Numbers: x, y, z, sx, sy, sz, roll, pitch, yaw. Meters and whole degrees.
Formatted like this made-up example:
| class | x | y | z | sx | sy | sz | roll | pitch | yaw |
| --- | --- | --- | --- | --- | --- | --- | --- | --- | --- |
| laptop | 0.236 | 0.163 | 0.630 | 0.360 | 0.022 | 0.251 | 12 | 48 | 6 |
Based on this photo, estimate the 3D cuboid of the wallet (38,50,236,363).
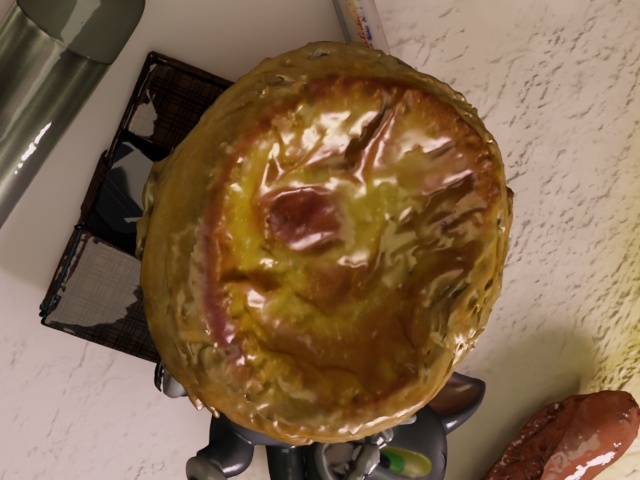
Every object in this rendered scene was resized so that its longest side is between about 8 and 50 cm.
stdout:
| class | x | y | z | sx | sy | sz | roll | pitch | yaw |
| --- | --- | --- | --- | --- | --- | --- | --- | --- | --- |
| wallet | -0.118 | -0.019 | 1.061 | 0.124 | 0.042 | 0.230 | 19 | 110 | -19 |

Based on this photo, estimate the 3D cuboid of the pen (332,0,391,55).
| class | x | y | z | sx | sy | sz | roll | pitch | yaw |
| --- | --- | --- | --- | --- | --- | --- | --- | --- | --- |
| pen | 0.054 | -0.093 | 1.060 | 0.033 | 0.033 | 0.269 | -20 | 115 | 0 |

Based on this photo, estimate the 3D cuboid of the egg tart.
| class | x | y | z | sx | sy | sz | roll | pitch | yaw |
| --- | --- | --- | --- | --- | --- | --- | --- | --- | --- |
| egg tart | 0.000 | 0.000 | 1.001 | 0.294 | 0.116 | 0.295 | -5 | 100 | -26 |

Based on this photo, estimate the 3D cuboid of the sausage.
| class | x | y | z | sx | sy | sz | roll | pitch | yaw |
| --- | --- | --- | --- | --- | --- | --- | --- | --- | --- |
| sausage | 0.157 | 0.251 | 1.209 | 0.087 | 0.079 | 0.327 | 31 | 105 | -9 |

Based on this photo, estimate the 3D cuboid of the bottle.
| class | x | y | z | sx | sy | sz | roll | pitch | yaw |
| --- | --- | --- | --- | --- | --- | --- | --- | --- | --- |
| bottle | -0.215 | -0.106 | 0.990 | 0.096 | 0.079 | 0.254 | 42 | 107 | 16 |

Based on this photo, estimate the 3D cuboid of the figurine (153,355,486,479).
| class | x | y | z | sx | sy | sz | roll | pitch | yaw |
| --- | --- | --- | --- | --- | --- | --- | --- | --- | --- |
| figurine | -0.015 | 0.164 | 1.113 | 0.265 | 0.140 | 0.193 | 21 | 97 | -7 |
